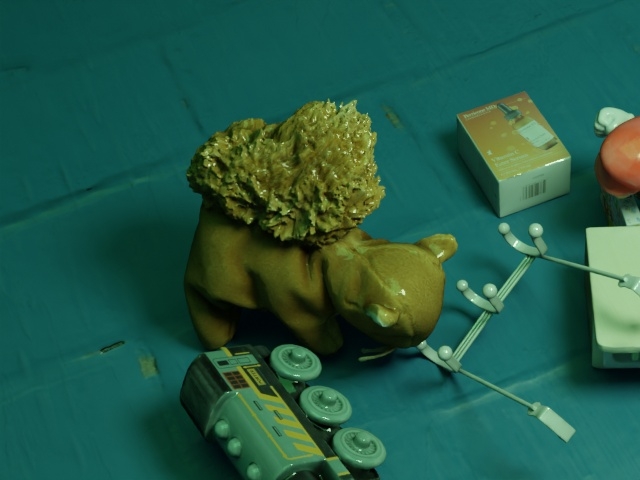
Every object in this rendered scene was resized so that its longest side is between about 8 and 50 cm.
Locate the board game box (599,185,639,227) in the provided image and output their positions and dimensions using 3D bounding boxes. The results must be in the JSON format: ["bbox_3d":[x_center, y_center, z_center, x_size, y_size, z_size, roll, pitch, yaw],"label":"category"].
[{"bbox_3d":[0.467,-0.049,2.146,0.026,0.103,0.154,-9,49,1],"label":"board game box"}]

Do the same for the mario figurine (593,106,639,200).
[{"bbox_3d":[0.512,-0.097,2.087,0.198,0.321,0.170,22,99,43],"label":"mario figurine"}]

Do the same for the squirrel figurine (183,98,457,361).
[{"bbox_3d":[0.000,0.000,1.980,0.370,0.397,0.281,21,48,39],"label":"squirrel figurine"}]

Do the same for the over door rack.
[{"bbox_3d":[0.287,0.106,1.928,0.239,0.108,0.324,-53,33,-6],"label":"over door rack"}]

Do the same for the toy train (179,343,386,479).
[{"bbox_3d":[-0.053,0.269,1.899,0.190,0.142,0.334,-5,40,-35],"label":"toy train"}]

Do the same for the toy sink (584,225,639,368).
[{"bbox_3d":[0.466,0.104,1.999,0.153,0.131,0.234,-3,45,7],"label":"toy sink"}]

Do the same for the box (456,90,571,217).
[{"bbox_3d":[0.314,-0.142,2.256,0.130,0.091,0.170,-20,50,-8],"label":"box"}]
